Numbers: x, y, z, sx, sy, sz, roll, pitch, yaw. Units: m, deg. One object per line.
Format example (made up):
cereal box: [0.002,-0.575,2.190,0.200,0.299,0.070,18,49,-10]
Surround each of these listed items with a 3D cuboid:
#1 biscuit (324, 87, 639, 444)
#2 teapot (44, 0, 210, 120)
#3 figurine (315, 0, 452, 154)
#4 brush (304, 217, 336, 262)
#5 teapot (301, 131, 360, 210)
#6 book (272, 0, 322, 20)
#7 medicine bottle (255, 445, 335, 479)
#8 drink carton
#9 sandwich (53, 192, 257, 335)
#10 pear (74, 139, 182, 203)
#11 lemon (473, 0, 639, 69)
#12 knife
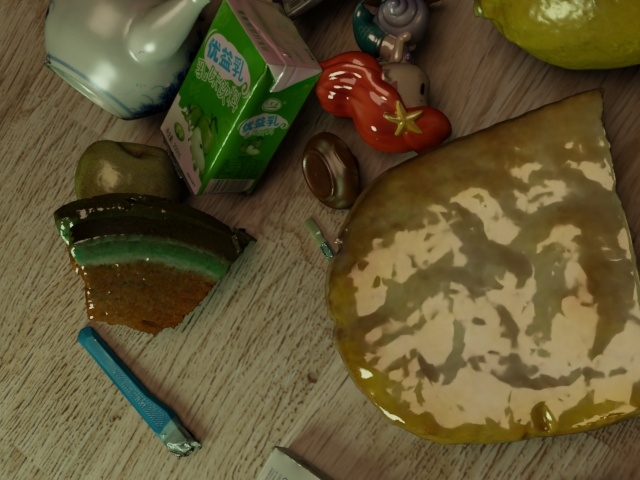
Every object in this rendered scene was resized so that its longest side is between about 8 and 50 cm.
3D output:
biscuit: [0.223,0.062,1.363,0.446,0.104,0.429,-20,70,13]
teapot: [-0.282,-0.339,1.612,0.280,0.252,0.424,-56,29,-7]
figurine: [0.088,-0.251,1.502,0.208,0.181,0.257,9,80,-17]
brush: [0.000,0.000,1.552,0.016,0.013,0.084,-37,65,12]
teapot: [0.026,-0.101,1.538,0.129,0.078,0.098,62,144,13]
book: [0.026,-0.422,1.593,0.231,0.026,0.157,-32,34,12]
medicine bottle: [-0.043,0.415,1.445,0.171,0.052,0.201,29,88,25]
drink carton: [-0.123,-0.206,1.532,0.271,0.108,0.161,-55,51,35]
sandwich: [-0.261,0.036,1.534,0.212,0.292,0.109,-56,24,19]
pear: [-0.299,-0.083,1.611,0.167,0.167,0.137,31,115,25]
lemon: [0.375,-0.352,1.350,0.316,0.285,0.286,-36,57,58]
knife: [-0.284,0.231,1.605,0.044,0.026,0.296,-48,62,2]
